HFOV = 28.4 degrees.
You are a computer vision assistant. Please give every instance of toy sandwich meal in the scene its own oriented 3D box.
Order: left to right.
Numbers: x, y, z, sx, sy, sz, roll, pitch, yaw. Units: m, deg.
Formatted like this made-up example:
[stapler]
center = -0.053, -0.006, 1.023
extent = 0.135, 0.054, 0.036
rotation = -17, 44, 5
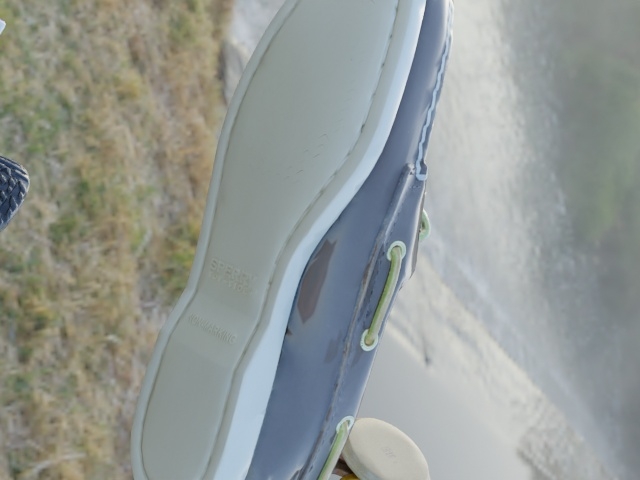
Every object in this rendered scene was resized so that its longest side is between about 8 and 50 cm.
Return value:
[toy sandwich meal]
center = 0.039, 0.161, 0.907
extent = 0.085, 0.029, 0.086
rotation = 26, 28, -15

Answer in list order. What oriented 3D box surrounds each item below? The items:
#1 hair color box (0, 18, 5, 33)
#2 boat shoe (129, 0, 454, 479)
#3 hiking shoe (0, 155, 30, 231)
[hair color box]
center = -0.530, -0.241, 1.356
extent = 0.339, 0.110, 0.185
rotation = 28, 95, -50
[boat shoe]
center = 0.000, 0.000, 0.675
extent = 0.096, 0.116, 0.324
rotation = 16, 97, -40
[hiking shoe]
center = -0.398, -0.001, 1.321
extent = 0.086, 0.114, 0.227
rotation = 45, 60, -6
